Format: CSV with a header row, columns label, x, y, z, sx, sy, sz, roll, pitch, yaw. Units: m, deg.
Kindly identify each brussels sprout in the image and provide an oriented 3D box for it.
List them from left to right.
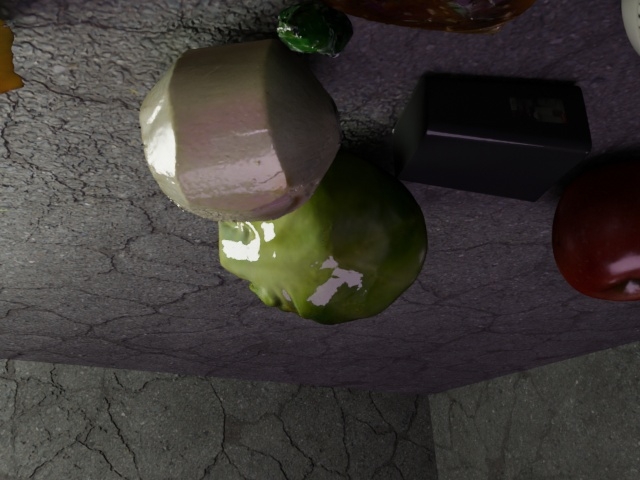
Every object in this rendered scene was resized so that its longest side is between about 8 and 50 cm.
label,x,y,z,sx,sy,sz,roll,pitch,yaw
brussels sprout,0.000,0.000,1.047,0.344,0.268,0.344,6,165,1

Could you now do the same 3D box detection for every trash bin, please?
label,x,y,z,sx,sy,sz,roll,pitch,yaw
trash bin,0.232,-0.146,0.949,0.226,0.114,0.165,5,157,-11

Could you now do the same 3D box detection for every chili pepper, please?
label,x,y,z,sx,sy,sz,roll,pitch,yaw
chili pepper,-0.016,-0.209,0.663,0.088,0.059,0.227,5,-163,4

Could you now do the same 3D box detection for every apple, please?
label,x,y,z,sx,sy,sz,roll,pitch,yaw
apple,0.526,-0.014,1.153,0.261,0.216,0.260,-2,158,-1

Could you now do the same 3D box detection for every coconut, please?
label,x,y,z,sx,sy,sz,roll,pitch,yaw
coconut,-0.086,-0.130,0.804,0.241,0.241,0.241,-3,157,-1

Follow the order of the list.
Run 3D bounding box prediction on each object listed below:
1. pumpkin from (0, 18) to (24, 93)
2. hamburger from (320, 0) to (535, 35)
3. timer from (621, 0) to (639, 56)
label,x,y,z,sx,sy,sz,roll,pitch,yaw
pumpkin,-0.454,-0.205,0.714,0.248,0.126,0.131,-19,151,-12
hamburger,0.083,-0.269,0.570,0.243,0.146,0.286,3,177,36
timer,0.409,-0.261,0.652,0.234,0.240,0.233,-4,127,-6
